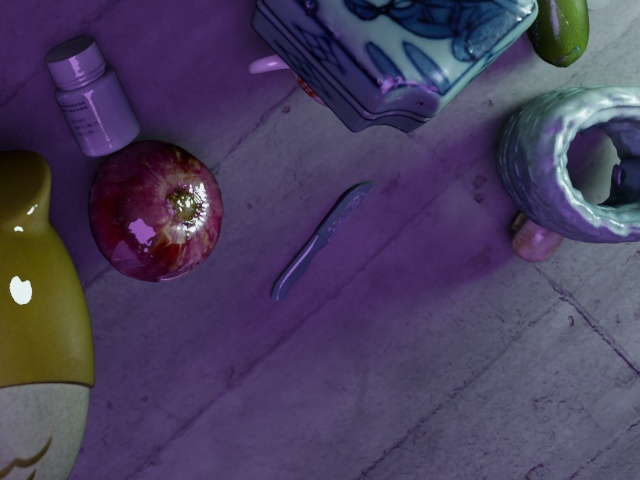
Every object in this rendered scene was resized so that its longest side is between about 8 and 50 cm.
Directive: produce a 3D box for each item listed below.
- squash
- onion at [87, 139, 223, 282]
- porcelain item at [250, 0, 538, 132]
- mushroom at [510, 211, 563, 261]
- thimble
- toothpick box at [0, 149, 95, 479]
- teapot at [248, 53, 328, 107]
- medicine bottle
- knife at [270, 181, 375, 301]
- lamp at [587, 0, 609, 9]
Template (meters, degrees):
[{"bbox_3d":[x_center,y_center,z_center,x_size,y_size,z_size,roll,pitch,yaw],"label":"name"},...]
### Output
[{"bbox_3d":[0.277,-0.364,1.765,0.087,0.087,0.331,-15,115,-5],"label":"squash"},{"bbox_3d":[-0.206,-0.037,1.765,0.153,0.177,0.177,10,119,28],"label":"onion"},{"bbox_3d":[0.085,-0.290,1.639,0.286,0.157,0.281,-42,89,-18],"label":"porcelain item"},{"bbox_3d":[0.292,-0.011,1.937,0.067,0.083,0.083,36,107,19],"label":"mushroom"},{"bbox_3d":[0.361,-0.098,1.829,0.250,0.172,0.204,15,87,-18],"label":"thimble"},{"bbox_3d":[-0.467,0.118,1.651,0.409,0.409,0.425,-2,116,-12],"label":"toothpick box"},{"bbox_3d":[0.024,-0.232,1.739,0.246,0.116,0.159,-22,109,-22],"label":"teapot"},{"bbox_3d":[-0.277,-0.174,1.730,0.080,0.080,0.130,-23,116,-2],"label":"medicine bottle"},{"bbox_3d":[0.000,0.000,1.908,0.028,0.015,0.210,34,103,-17],"label":"knife"},{"bbox_3d":[0.345,-0.378,1.792,0.050,0.056,0.198,-15,120,-9],"label":"lamp"}]
